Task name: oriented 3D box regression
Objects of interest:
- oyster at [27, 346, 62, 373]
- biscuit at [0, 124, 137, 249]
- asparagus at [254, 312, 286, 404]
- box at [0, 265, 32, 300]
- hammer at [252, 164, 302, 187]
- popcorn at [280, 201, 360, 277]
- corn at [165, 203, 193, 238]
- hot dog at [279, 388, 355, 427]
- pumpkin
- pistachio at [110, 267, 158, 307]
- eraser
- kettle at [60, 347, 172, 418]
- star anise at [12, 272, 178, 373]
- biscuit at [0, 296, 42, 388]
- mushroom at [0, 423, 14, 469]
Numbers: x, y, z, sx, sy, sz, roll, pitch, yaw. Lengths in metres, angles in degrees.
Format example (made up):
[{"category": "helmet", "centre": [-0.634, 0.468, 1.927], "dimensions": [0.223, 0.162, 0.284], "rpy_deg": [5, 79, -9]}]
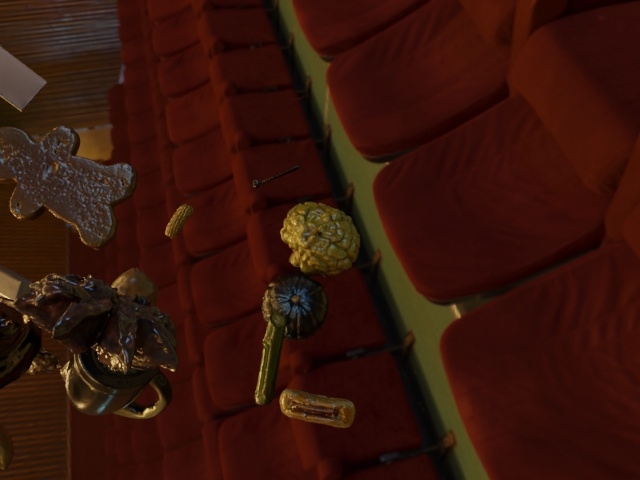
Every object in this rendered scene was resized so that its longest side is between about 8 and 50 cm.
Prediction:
[{"category": "oyster", "centre": [-0.962, 0.379, 1.884], "dimensions": [0.204, 0.111, 0.396], "rpy_deg": [39, 140, -3]}, {"category": "biscuit", "centre": [-0.500, -0.118, 1.078], "dimensions": [0.049, 0.302, 0.196], "rpy_deg": [117, 177, -76]}, {"category": "asparagus", "centre": [-0.148, 0.355, 1.699], "dimensions": [0.060, 0.067, 0.277], "rpy_deg": [15, 100, 40]}, {"category": "box", "centre": [-1.249, 0.177, 2.289], "dimensions": [0.244, 0.055, 0.103], "rpy_deg": [16, 89, 35]}, {"category": "hammer", "centre": [-0.142, -0.215, 1.903], "dimensions": [0.065, 0.178, 0.021], "rpy_deg": [43, -154, -83]}, {"category": "popcorn", "centre": [0.000, 0.000, 1.854], "dimensions": [0.270, 0.224, 0.258], "rpy_deg": [57, 152, -15]}, {"category": "corn", "centre": [-0.343, -0.047, 1.380], "dimensions": [0.092, 0.037, 0.037], "rpy_deg": [-59, 11, -3]}, {"category": "hot dog", "centre": [-0.017, 0.505, 1.717], "dimensions": [0.073, 0.243, 0.084], "rpy_deg": [21, -104, -70]}, {"category": "pumpkin", "centre": [-0.080, 0.209, 1.813], "dimensions": [0.162, 0.221, 0.220], "rpy_deg": [99, 158, -67]}, {"category": "pistachio", "centre": [-0.499, 0.154, 1.519], "dimensions": [0.226, 0.136, 0.135], "rpy_deg": [127, 133, -57]}, {"category": "eraser", "centre": [-0.793, -0.416, 1.453], "dimensions": [0.150, 0.103, 0.023], "rpy_deg": [39, 166, -19]}, {"category": "kettle", "centre": [-0.588, 0.411, 1.664], "dimensions": [0.324, 0.321, 0.228], "rpy_deg": [-47, 17, 40]}, {"category": "star anise", "centre": [-0.403, 0.146, 1.075], "dimensions": [0.117, 0.332, 0.332], "rpy_deg": [-65, 14, 2]}, {"category": "biscuit", "centre": [-0.821, 0.224, 1.227], "dimensions": [0.407, 0.408, 0.091], "rpy_deg": [-122, 31, -64]}, {"category": "mushroom", "centre": [-1.056, 0.566, 1.640], "dimensions": [0.217, 0.292, 0.211], "rpy_deg": [-142, 40, -65]}]
